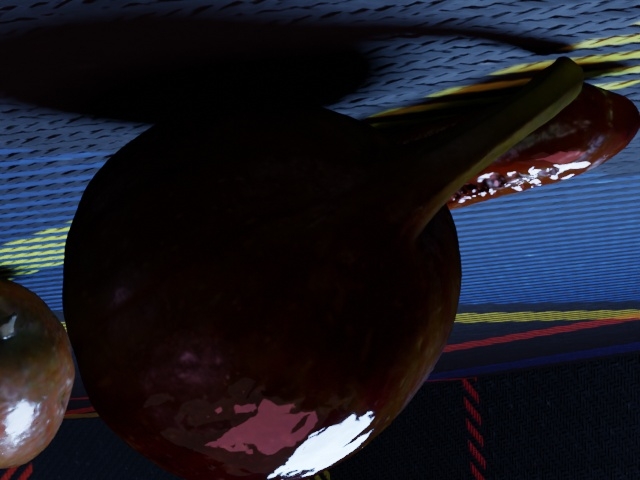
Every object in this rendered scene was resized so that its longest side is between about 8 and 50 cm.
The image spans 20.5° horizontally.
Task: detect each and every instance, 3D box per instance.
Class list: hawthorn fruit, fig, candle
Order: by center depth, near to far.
[{"bbox_3d":[-0.006,0.005,0.723,0.175,0.175,0.207,1,155,-40],"label":"fig"},{"bbox_3d":[0.013,-0.026,0.863,0.329,0.048,0.051,-14,-178,45],"label":"candle"},{"bbox_3d":[-0.233,0.079,1.234,0.149,0.149,0.189,4,133,-49],"label":"hawthorn fruit"}]
